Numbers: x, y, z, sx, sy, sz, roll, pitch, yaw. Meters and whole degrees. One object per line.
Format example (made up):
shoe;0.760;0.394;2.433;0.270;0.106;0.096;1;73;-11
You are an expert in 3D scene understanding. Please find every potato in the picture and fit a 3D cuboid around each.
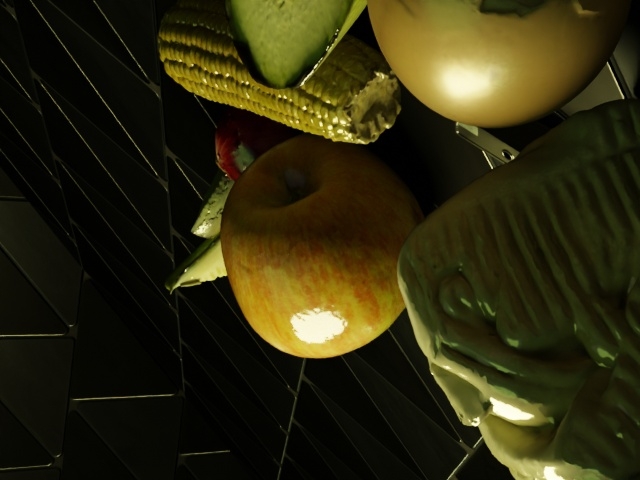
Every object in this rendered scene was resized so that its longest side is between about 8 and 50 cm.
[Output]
potato;-0.122;-0.075;1.801;0.054;0.198;0.119;30;127;-10

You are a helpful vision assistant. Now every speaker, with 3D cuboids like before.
speaker;0.219;-0.082;1.286;0.191;0.046;0.040;35;158;24

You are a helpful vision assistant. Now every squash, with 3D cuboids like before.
squash;-0.108;0.028;1.867;0.093;0.252;0.169;23;152;50
squash;-0.023;-0.262;1.252;0.237;0.155;0.204;25;155;46

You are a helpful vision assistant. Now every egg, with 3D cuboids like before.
egg;0.135;-0.185;1.004;0.201;0.201;0.244;37;161;22

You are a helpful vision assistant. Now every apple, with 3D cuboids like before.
apple;0.000;0.000;1.587;0.264;0.264;0.264;39;160;17

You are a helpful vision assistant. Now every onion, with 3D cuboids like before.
onion;-0.079;-0.126;1.701;0.131;0.131;0.131;39;160;17

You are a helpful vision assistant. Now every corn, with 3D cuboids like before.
corn;-0.049;-0.198;1.471;0.344;0.131;0.131;25;153;41

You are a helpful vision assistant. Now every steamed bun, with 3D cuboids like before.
steamed bun;0.274;0.075;1.098;0.394;0.347;0.237;6;159;24
